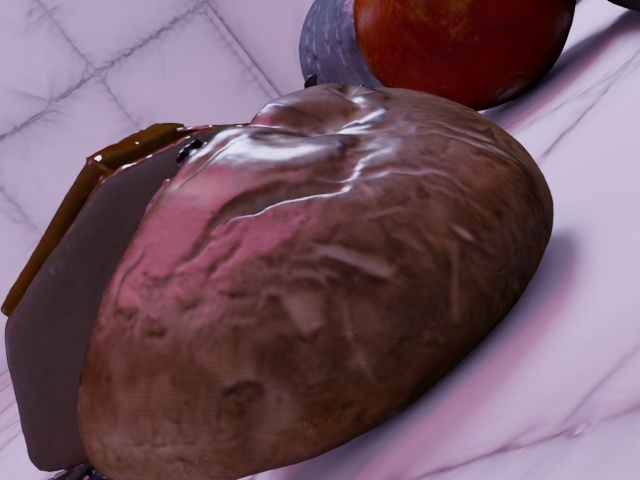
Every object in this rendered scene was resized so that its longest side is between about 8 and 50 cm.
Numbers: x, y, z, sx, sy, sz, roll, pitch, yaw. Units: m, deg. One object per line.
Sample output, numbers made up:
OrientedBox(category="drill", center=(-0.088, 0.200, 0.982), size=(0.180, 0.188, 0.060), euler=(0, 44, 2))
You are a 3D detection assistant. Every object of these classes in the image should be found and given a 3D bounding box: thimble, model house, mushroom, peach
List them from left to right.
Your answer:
OrientedBox(category="model house", center=(-0.124, 0.023, 0.904), size=(0.220, 0.199, 0.229), euler=(-14, 10, -8))
OrientedBox(category="mushroom", center=(0.022, 0.017, 0.602), size=(0.151, 0.156, 0.286), euler=(8, 40, 40))
OrientedBox(category="thimble", center=(0.106, -0.224, 1.412), size=(0.236, 0.205, 0.172), euler=(-14, 1, -25))
OrientedBox(category="peach", center=(0.136, -0.230, 1.165), size=(0.243, 0.200, 0.243), euler=(19, -90, -84))

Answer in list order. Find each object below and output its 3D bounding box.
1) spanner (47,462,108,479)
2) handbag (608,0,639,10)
OrientedBox(category="spanner", center=(-0.220, 0.200, 0.983), size=(0.325, 0.026, 0.093), euler=(-33, 8, 46))
OrientedBox(category="handbag", center=(0.341, -0.308, 1.071), size=(0.285, 0.113, 0.257), euler=(-44, 0, 12))
